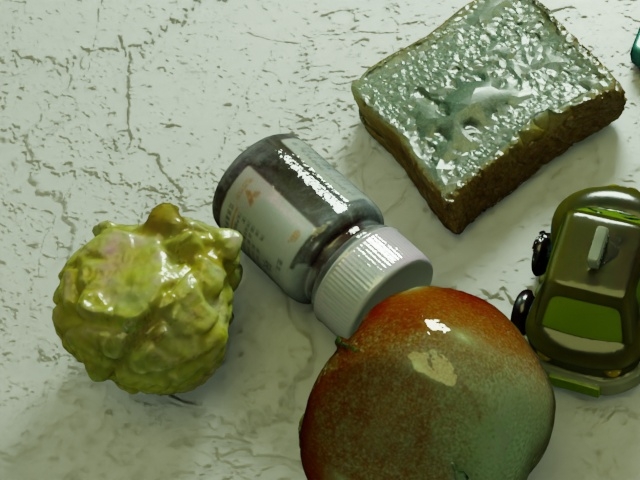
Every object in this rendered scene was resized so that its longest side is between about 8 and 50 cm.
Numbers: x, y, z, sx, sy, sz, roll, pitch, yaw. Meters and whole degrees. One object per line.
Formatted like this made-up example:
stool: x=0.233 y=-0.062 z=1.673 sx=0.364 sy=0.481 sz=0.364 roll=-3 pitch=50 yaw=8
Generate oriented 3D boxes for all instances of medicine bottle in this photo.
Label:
medicine bottle: x=0.000 y=0.000 z=1.669 sx=0.165 sy=0.165 sz=0.273 roll=-41 pitch=63 yaw=-10

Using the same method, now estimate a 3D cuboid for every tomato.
tomato: x=0.131 y=0.208 z=1.460 sx=0.239 sy=0.303 sz=0.303 roll=30 pitch=72 yaw=29

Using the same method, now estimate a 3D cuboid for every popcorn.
popcorn: x=-0.206 y=0.082 z=1.643 sx=0.259 sy=0.212 sz=0.259 roll=-3 pitch=57 yaw=5

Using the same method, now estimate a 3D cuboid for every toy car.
toy car: x=0.338 y=0.042 z=1.556 sx=0.204 sy=0.198 sz=0.248 roll=14 pitch=66 yaw=19

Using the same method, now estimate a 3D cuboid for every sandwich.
sandwich: x=0.221 y=-0.193 z=1.761 sx=0.301 sy=0.099 sz=0.271 roll=-35 pitch=61 yaw=-6

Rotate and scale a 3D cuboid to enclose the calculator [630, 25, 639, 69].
calculator: x=0.577 y=-0.318 z=1.775 sx=0.248 sy=0.058 sz=0.274 roll=18 pitch=67 yaw=19
